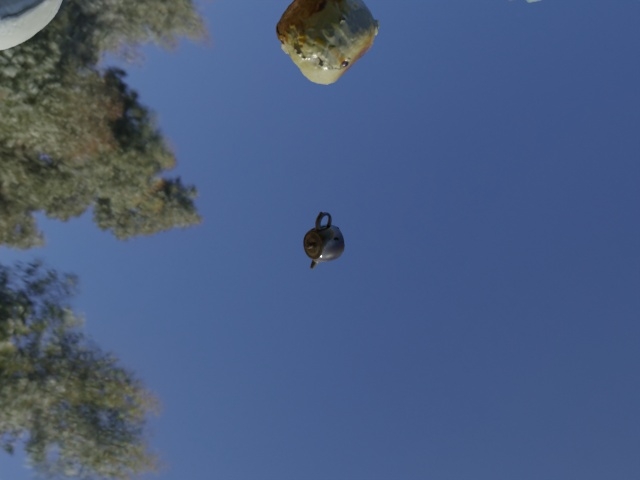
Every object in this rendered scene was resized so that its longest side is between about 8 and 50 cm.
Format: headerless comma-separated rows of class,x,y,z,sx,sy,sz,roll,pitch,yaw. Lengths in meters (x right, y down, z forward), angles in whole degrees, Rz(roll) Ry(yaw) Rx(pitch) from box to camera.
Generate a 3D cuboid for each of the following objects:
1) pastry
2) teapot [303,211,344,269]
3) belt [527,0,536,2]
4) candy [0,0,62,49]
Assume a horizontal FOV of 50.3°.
pastry,0.022,-0.569,1.816,0.256,0.237,0.170,-45,-171,-5
teapot,0.000,0.000,1.369,0.076,0.068,0.121,24,-66,43
belt,0.303,-0.447,0.857,0.122,0.260,0.325,-33,-159,-19
candy,-0.582,-0.474,1.000,0.386,0.427,0.186,-56,-156,-19
